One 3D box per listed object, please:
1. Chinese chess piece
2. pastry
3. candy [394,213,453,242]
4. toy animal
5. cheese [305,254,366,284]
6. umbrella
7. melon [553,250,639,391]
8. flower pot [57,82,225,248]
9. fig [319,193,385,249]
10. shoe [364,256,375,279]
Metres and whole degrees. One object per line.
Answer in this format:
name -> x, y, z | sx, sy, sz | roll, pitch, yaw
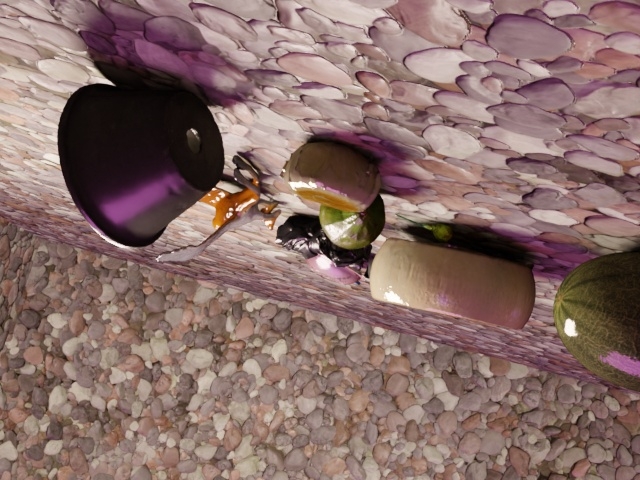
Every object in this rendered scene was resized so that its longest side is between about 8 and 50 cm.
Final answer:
Chinese chess piece -> 0.270, 0.088, 1.722 | 0.338, 0.141, 0.338 | 10, 177, 1
pastry -> 0.018, -0.103, 1.366 | 0.165, 0.088, 0.166 | 17, 170, 3
candy -> 0.200, -0.028, 1.635 | 0.123, 0.035, 0.035 | 21, 165, 15
toy animal -> -0.174, -0.091, 1.732 | 0.284, 0.225, 0.302 | -19, 163, 35
cheese -> 0.040, 0.071, 2.185 | 0.189, 0.074, 0.286 | 26, 173, 19
umbrella -> 0.001, 0.000, 1.870 | 0.272, 0.122, 0.110 | 9, 124, 48
melon -> 0.547, 0.139, 1.415 | 0.301, 0.238, 0.237 | 15, 169, 6
flower pot -> -0.255, -0.135, 1.298 | 0.166, 0.269, 0.269 | -16, 156, 24
fig -> 0.060, -0.050, 1.480 | 0.123, 0.123, 0.156 | 16, 166, -1
shoe -> 0.165, 0.085, 2.091 | 0.112, 0.099, 0.227 | 22, 170, 6
